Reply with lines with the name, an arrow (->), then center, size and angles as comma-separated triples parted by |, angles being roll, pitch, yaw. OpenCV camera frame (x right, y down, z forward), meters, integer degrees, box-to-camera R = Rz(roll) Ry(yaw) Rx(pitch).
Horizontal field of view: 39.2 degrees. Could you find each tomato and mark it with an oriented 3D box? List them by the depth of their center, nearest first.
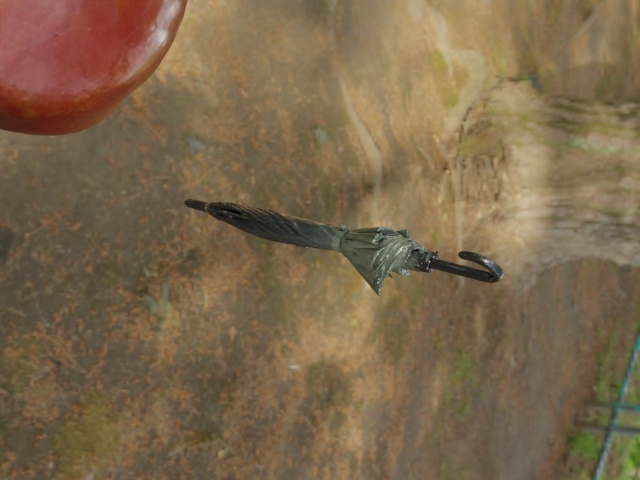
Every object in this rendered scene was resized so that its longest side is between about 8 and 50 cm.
tomato -> -0.212, -0.144, 0.606 | 0.200, 0.233, 0.139 | 23, 69, -27

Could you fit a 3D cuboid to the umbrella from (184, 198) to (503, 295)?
umbrella -> 0.003, 0.003, 0.576 | 0.044, 0.269, 0.044 | 43, 68, -42
